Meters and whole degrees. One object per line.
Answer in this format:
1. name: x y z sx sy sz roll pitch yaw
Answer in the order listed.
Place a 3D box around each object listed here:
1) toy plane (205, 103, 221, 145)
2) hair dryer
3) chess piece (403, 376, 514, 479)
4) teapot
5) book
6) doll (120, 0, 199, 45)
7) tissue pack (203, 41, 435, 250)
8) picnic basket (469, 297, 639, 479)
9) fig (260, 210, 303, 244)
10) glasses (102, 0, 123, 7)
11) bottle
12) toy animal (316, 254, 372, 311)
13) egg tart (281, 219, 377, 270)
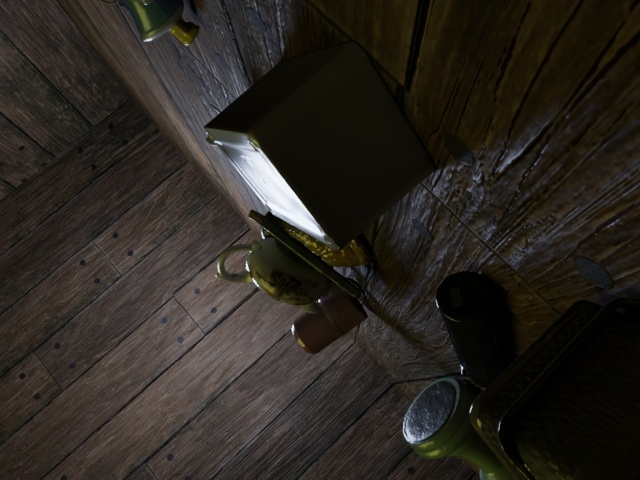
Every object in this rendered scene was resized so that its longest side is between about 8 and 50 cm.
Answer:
1. toy plane: -0.094 -0.144 0.983 0.255 0.101 0.251 43 171 9
2. hair dryer: -0.007 0.184 1.753 0.125 0.210 0.352 48 -172 -36
3. chess piece: 0.360 0.476 1.266 0.299 0.194 0.194 40 173 -11
4. teapot: -0.100 0.079 1.331 0.298 0.139 0.204 26 -157 -19
5. book: -0.027 0.035 1.214 0.289 0.026 0.201 38 180 8
6. doll: -0.280 -0.392 0.805 0.241 0.099 0.135 56 -152 -36
7. tissue pack: -0.017 -0.108 0.625 0.159 0.136 0.246 53 171 -24
8. picnic basket: 0.265 0.189 0.440 0.266 0.165 0.139 52 172 -20
9. fig: -0.097 -0.014 1.502 0.133 0.126 0.185 32 164 13
10. glasses: -0.453 -0.557 1.178 0.140 0.062 0.104 49 -166 -2
11. bottle: 0.218 0.132 0.746 0.244 0.082 0.072 60 -150 -50
12. toy animal: 0.018 0.111 1.469 0.272 0.160 0.197 39 168 14
13. egg tart: 0.001 -0.015 1.120 0.252 0.098 0.232 41 173 21
